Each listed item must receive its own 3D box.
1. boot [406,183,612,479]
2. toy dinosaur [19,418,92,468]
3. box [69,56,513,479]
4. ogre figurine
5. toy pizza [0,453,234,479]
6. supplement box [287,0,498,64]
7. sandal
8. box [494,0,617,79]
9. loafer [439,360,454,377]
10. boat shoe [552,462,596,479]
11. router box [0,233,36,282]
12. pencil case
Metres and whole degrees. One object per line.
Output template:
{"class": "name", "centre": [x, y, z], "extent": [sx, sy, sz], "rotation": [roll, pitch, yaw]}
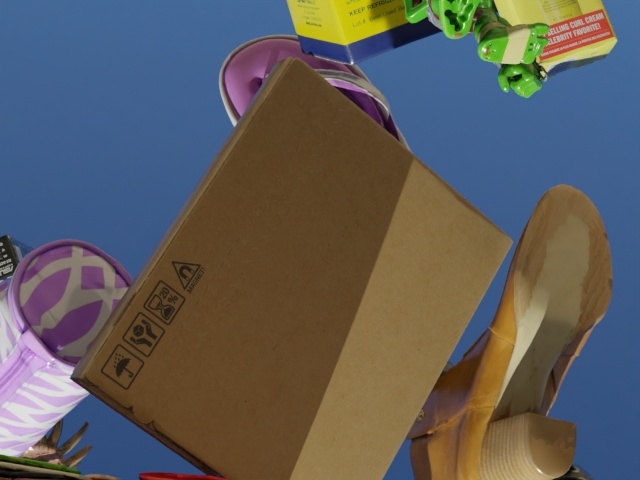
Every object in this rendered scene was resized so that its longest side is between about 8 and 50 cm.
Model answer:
{"class": "boot", "centre": [0.160, 0.106, 1.309], "extent": [0.104, 0.211, 0.295], "rotation": [22, -116, -21]}
{"class": "toy dinosaur", "centre": [-0.343, 0.176, 1.664], "extent": [0.200, 0.295, 0.127], "rotation": [17, -179, 29]}
{"class": "box", "centre": [-0.006, 0.033, 0.719], "extent": [0.201, 0.164, 0.021], "rotation": [-59, -160, -21]}
{"class": "ogre figurine", "centre": [0.117, -0.210, 1.201], "extent": [0.197, 0.097, 0.118], "rotation": [16, -147, -36]}
{"class": "toy pizza", "centre": [-0.081, 0.115, 0.604], "extent": [0.201, 0.201, 0.032], "rotation": [5, -103, 0]}
{"class": "supplement box", "centre": [0.041, -0.405, 1.623], "extent": [0.194, 0.356, 0.195], "rotation": [-21, -163, -13]}
{"class": "sandal", "centre": [0.011, -0.140, 1.701], "extent": [0.169, 0.102, 0.416], "rotation": [-36, -126, -7]}
{"class": "box", "centre": [0.198, -0.273, 1.355], "extent": [0.087, 0.058, 0.232], "rotation": [-18, -100, -6]}
{"class": "loafer", "centre": [0.068, 0.114, 1.435], "extent": [0.084, 0.267, 0.096], "rotation": [-43, -153, -2]}
{"class": "boat shoe", "centre": [0.220, 0.263, 1.396], "extent": [0.127, 0.113, 0.340], "rotation": [-26, 178, -1]}
{"class": "router box", "centre": [-0.318, 0.040, 1.293], "extent": [0.123, 0.092, 0.038], "rotation": [-23, -101, 3]}
{"class": "pencil case", "centre": [-0.183, 0.077, 0.834], "extent": [0.086, 0.206, 0.088], "rotation": [49, -136, 2]}
